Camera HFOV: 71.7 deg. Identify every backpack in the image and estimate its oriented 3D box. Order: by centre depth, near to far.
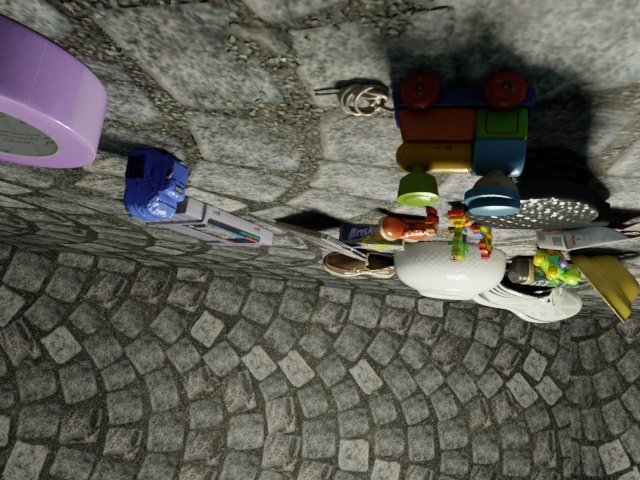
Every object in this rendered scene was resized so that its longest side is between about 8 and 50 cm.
[{"bbox_3d":[-0.306,-0.098,0.820,0.101,0.120,0.098,2,167,22],"label":"backpack"}]

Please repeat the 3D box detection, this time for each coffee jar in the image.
[{"bbox_3d":[0.672,0.098,1.341,0.185,0.078,0.096,6,169,5],"label":"coffee jar"}]

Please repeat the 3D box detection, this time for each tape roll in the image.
[{"bbox_3d":[-0.426,-0.183,0.560,0.275,0.090,0.275,6,167,1],"label":"tape roll"}]

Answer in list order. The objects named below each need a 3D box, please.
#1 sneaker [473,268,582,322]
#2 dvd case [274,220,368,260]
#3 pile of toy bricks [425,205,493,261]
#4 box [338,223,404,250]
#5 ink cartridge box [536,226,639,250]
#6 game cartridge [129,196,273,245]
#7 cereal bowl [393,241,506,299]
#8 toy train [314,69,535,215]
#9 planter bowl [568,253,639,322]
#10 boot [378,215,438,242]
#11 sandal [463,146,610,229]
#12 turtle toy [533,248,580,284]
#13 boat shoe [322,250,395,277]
[{"bbox_3d":[0.763,0.191,1.518,0.448,0.168,0.257,12,169,-12],"label":"sneaker"},{"bbox_3d":[0.000,0.000,1.192,0.165,0.018,0.221,28,172,-42],"label":"dvd case"},{"bbox_3d":[0.310,-0.001,0.993,0.118,0.105,0.212,-2,165,37],"label":"pile of toy bricks"},{"bbox_3d":[0.137,-0.009,1.176,0.169,0.054,0.059,3,168,15],"label":"box"},{"bbox_3d":[0.559,-0.018,0.904,0.180,0.045,0.145,-14,180,6],"label":"ink cartridge box"},{"bbox_3d":[-0.325,-0.041,1.269,0.230,0.068,0.355,4,169,32],"label":"game cartridge"},{"bbox_3d":[0.395,0.105,1.383,0.339,0.141,0.339,7,169,1],"label":"cereal bowl"},{"bbox_3d":[0.107,-0.104,0.511,0.248,0.143,0.105,3,168,13],"label":"toy train"},{"bbox_3d":[0.769,0.103,1.175,0.090,0.217,0.217,-41,145,22],"label":"planter bowl"},{"bbox_3d":[0.207,-0.032,1.040,0.158,0.059,0.085,5,169,-40],"label":"boot"},{"bbox_3d":[0.343,-0.074,0.690,0.168,0.106,0.446,-4,177,36],"label":"sandal"},{"bbox_3d":[0.627,0.068,1.180,0.066,0.130,0.095,-41,157,12],"label":"turtle toy"},{"bbox_3d":[0.139,0.067,1.496,0.258,0.095,0.095,3,155,-11],"label":"boat shoe"}]
